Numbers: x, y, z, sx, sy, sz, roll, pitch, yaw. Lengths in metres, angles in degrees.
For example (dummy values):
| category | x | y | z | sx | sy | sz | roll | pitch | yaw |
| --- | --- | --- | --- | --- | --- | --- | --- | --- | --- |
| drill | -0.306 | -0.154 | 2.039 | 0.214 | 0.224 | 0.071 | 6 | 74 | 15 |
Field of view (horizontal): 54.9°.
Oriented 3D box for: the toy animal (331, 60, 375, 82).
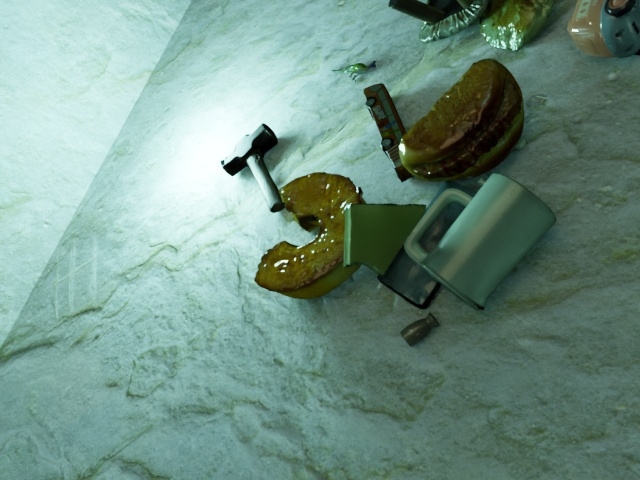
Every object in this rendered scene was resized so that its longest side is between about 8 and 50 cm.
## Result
| category | x | y | z | sx | sy | sz | roll | pitch | yaw |
| --- | --- | --- | --- | --- | --- | --- | --- | --- | --- |
| toy animal | 0.114 | -0.636 | 2.345 | 0.217 | 0.041 | 0.075 | 1 | 64 | 42 |

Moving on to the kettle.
| category | x | y | z | sx | sy | sz | roll | pitch | yaw |
| --- | --- | --- | --- | --- | --- | --- | --- | --- | --- |
| kettle | 0.411 | -0.013 | 1.615 | 0.318 | 0.265 | 0.205 | -52 | 3 | 4 |

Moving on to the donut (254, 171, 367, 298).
| category | x | y | z | sx | sy | sz | roll | pitch | yaw |
| --- | --- | --- | --- | --- | --- | --- | --- | --- | --- |
| donut | 0.000 | 0.000 | 1.976 | 0.378 | 0.163 | 0.435 | 4 | 65 | 37 |

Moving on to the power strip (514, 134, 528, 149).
| category | x | y | z | sx | sy | sz | roll | pitch | yaw |
| --- | --- | --- | --- | --- | --- | --- | --- | --- | --- |
| power strip | 0.525 | -0.298 | 1.840 | 0.191 | 0.030 | 0.047 | 10 | 70 | 40 |

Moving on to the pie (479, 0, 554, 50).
| category | x | y | z | sx | sy | sz | roll | pitch | yaw |
| --- | --- | --- | --- | --- | --- | --- | --- | --- | --- |
| pie | 0.631 | -0.742 | 1.988 | 0.257 | 0.105 | 0.274 | -44 | 42 | 28 |

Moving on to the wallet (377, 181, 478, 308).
| category | x | y | z | sx | sy | sz | roll | pitch | yaw |
| --- | --- | --- | --- | --- | --- | --- | --- | --- | --- |
| wallet | 0.333 | 0.006 | 1.796 | 0.191 | 0.046 | 0.379 | 32 | 85 | 43 |

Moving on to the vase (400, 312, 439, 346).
| category | x | y | z | sx | sy | sz | roll | pitch | yaw |
| --- | --- | --- | --- | --- | --- | --- | --- | --- | --- |
| vase | 0.274 | 0.244 | 1.696 | 0.101 | 0.053 | 0.053 | -37 | 48 | 9 |

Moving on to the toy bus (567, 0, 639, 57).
| category | x | y | z | sx | sy | sz | roll | pitch | yaw |
| --- | --- | --- | --- | --- | --- | --- | --- | --- | --- |
| toy bus | 0.823 | -0.649 | 1.729 | 0.232 | 0.194 | 0.287 | 9 | 71 | 53 |

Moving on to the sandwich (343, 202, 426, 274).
| category | x | y | z | sx | sy | sz | roll | pitch | yaw |
| --- | --- | --- | --- | --- | --- | --- | --- | --- | --- |
| sandwich | 0.186 | -0.004 | 1.810 | 0.063 | 0.245 | 0.212 | -164 | 75 | -71 |

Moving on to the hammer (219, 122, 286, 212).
| category | x | y | z | sx | sy | sz | roll | pitch | yaw |
| --- | --- | --- | --- | --- | --- | --- | --- | --- | --- |
| hammer | -0.224 | -0.247 | 2.353 | 0.242 | 0.095 | 0.408 | -38 | 53 | 13 |

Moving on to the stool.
| category | x | y | z | sx | sy | sz | roll | pitch | yaw |
| --- | --- | --- | --- | --- | --- | --- | --- | --- | --- |
| stool | 0.414 | -0.881 | 2.101 | 0.310 | 0.226 | 0.310 | -12 | 56 | 50 |

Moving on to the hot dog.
| category | x | y | z | sx | sy | sz | roll | pitch | yaw |
| --- | --- | --- | --- | --- | --- | --- | --- | --- | --- |
| hot dog | 0.431 | -0.316 | 1.773 | 0.405 | 0.185 | 0.223 | -46 | 46 | 7 |

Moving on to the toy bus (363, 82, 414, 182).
| category | x | y | z | sx | sy | sz | roll | pitch | yaw |
| --- | --- | --- | --- | --- | --- | --- | --- | --- | --- |
| toy bus | 0.233 | -0.371 | 2.063 | 0.092 | 0.093 | 0.408 | -25 | 52 | 14 |
